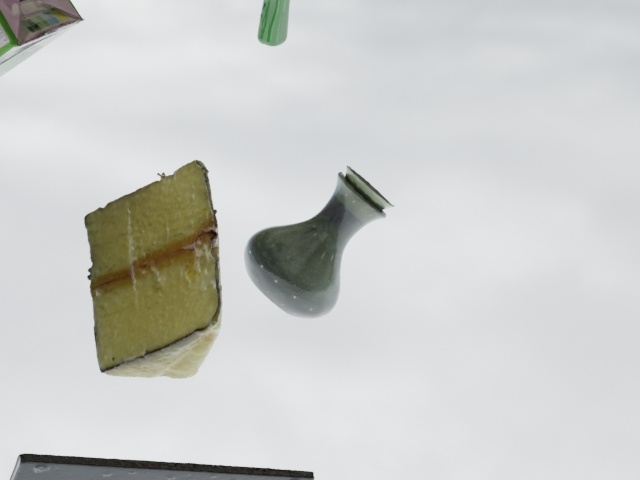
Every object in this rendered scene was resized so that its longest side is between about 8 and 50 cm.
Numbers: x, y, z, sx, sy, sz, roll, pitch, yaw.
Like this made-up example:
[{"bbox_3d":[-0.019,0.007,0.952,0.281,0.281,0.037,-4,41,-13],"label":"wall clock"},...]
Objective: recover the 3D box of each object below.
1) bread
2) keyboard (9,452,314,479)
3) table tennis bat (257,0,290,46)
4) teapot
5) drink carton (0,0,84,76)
[{"bbox_3d":[-0.195,0.023,1.571,0.135,0.178,0.240,3,-122,-19],"label":"bread"},{"bbox_3d":[-0.164,0.257,1.358,0.310,0.101,0.018,7,-135,-22],"label":"keyboard"},{"bbox_3d":[-0.046,-0.343,1.618,0.160,0.257,0.039,-21,-126,-27],"label":"table tennis bat"},{"bbox_3d":[0.000,0.000,2.202,0.183,0.251,0.183,41,-174,-6],"label":"teapot"},{"bbox_3d":[-0.437,-0.244,1.625,0.271,0.108,0.161,-26,-172,28],"label":"drink carton"}]
